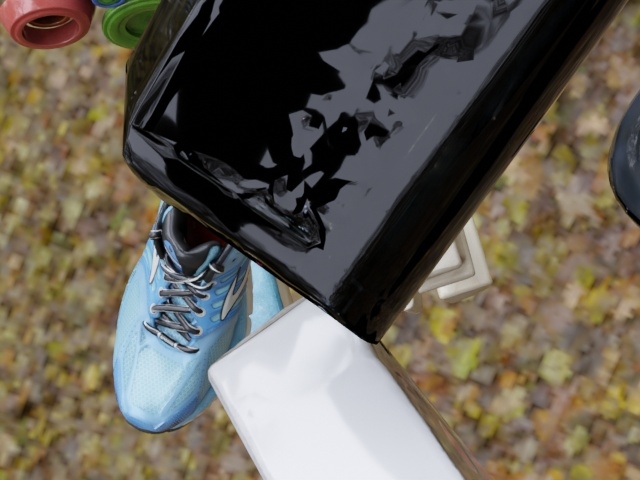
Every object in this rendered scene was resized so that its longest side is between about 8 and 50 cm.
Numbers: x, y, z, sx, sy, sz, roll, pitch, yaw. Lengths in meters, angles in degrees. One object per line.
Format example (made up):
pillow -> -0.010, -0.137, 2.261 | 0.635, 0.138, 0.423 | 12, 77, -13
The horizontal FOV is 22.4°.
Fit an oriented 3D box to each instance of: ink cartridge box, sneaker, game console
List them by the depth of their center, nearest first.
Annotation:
game console -> 0.105, -0.034, 0.441 | 0.361, 0.044, 0.213 | 35, 87, 33
ink cartridge box -> 0.088, 0.179, 0.482 | 0.069, 0.176, 0.371 | -35, 41, 3
sneaker -> -0.059, 0.009, 0.708 | 0.063, 0.073, 0.162 | 21, 101, 12

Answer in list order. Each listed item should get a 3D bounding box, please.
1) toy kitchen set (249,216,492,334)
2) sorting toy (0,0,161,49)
toy kitchen set -> 0.000, 0.000, 1.146 | 0.207, 0.166, 0.122 | -19, 79, 12
sorting toy -> -0.112, -0.128, 0.818 | 0.061, 0.102, 0.042 | 121, 141, -61
